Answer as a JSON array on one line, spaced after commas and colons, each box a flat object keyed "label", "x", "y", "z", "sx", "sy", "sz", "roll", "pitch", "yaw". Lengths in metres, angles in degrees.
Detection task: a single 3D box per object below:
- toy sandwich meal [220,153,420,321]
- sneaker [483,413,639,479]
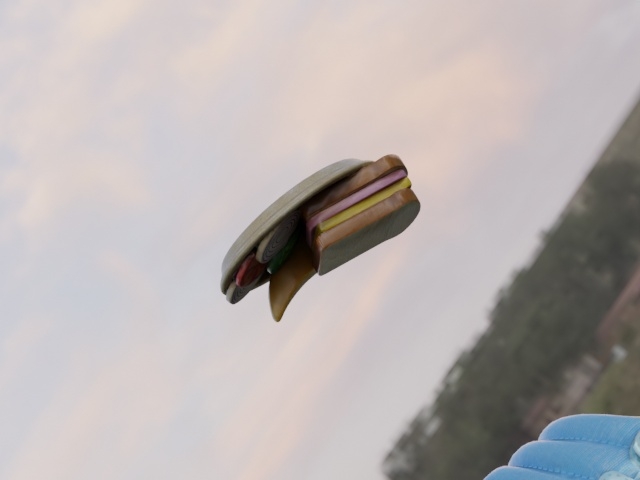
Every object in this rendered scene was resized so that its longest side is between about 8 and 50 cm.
[{"label": "toy sandwich meal", "x": 0.000, "y": 0.000, "z": 0.747, "sx": 0.085, "sy": 0.029, "sz": 0.085, "roll": -37, "pitch": -13, "yaw": -10}, {"label": "sneaker", "x": 0.162, "y": 0.189, "z": 0.870, "sx": 0.208, "sy": 0.319, "sz": 0.127, "roll": -40, "pitch": -40, "yaw": -12}]
